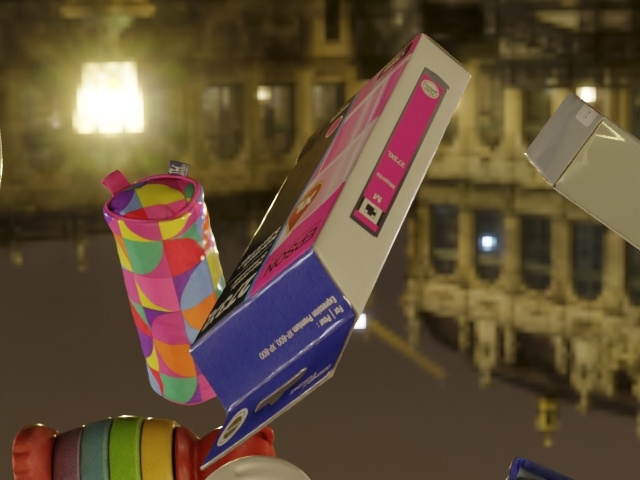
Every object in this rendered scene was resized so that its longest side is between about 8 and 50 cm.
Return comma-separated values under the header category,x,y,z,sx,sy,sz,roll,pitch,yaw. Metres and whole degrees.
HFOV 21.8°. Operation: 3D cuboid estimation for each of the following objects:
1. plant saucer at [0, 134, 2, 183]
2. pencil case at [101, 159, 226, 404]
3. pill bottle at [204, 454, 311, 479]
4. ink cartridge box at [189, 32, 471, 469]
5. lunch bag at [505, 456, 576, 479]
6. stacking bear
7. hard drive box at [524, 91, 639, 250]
category,x,y,z,sx,sy,sz,roll,pitch,yaw
plant saucer,-0.468,-0.126,1.961,0.084,0.332,0.332,-8,-175,16
pencil case,-0.140,0.043,1.599,0.104,0.236,0.104,-7,-148,5
pill bottle,-0.041,0.327,1.686,0.136,0.136,0.246,1,149,14
ink cartridge box,0.000,0.000,1.302,0.176,0.069,0.371,-40,-162,42
lunch bag,0.346,0.490,1.957,0.385,0.328,0.239,21,-161,8
stacking bear,-0.191,0.278,1.929,0.289,0.175,0.164,-6,-167,3
hard drive box,0.340,-0.043,1.724,0.232,0.089,0.181,34,-170,-10
